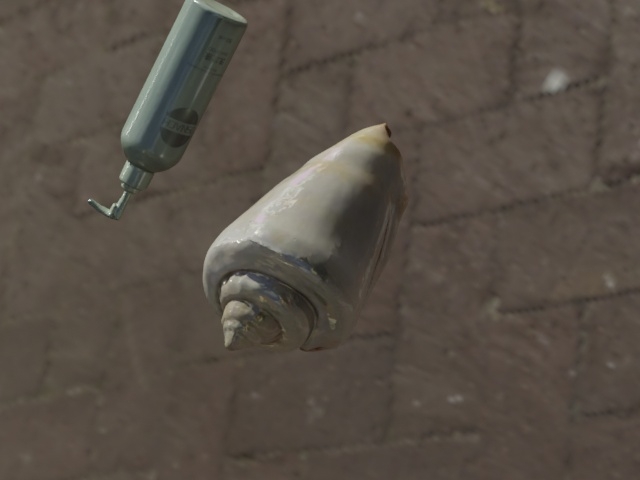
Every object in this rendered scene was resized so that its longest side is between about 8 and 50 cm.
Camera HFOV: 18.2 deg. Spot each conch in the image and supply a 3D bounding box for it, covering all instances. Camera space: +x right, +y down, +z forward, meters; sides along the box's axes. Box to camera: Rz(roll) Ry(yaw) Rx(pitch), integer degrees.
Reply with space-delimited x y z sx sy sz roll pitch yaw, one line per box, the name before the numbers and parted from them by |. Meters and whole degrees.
conch | -0.006 0.005 1.225 0.094 0.104 0.176 -44 11 47

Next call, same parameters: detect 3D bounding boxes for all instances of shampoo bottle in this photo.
shampoo bottle | -0.124 -0.101 1.606 0.056 0.056 0.195 42 110 47
